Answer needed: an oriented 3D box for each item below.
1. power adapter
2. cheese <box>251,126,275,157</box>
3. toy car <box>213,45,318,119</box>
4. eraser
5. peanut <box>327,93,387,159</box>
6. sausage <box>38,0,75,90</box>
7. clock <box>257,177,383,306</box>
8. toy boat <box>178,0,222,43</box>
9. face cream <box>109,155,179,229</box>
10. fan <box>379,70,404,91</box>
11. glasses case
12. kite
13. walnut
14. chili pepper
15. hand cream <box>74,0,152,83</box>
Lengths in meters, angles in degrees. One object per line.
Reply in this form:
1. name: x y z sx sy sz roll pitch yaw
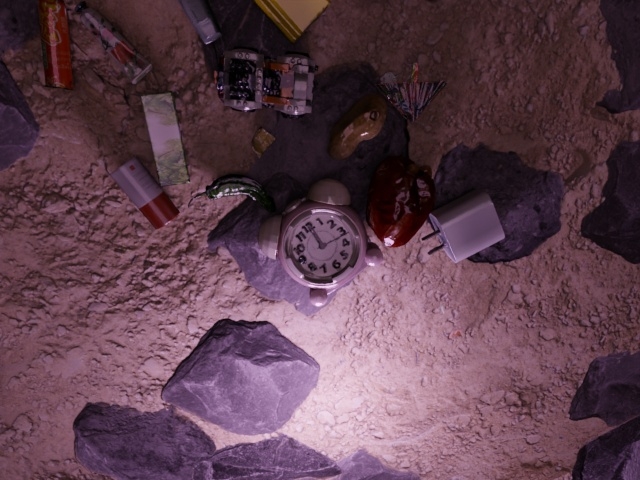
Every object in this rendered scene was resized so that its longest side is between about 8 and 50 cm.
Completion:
1. power adapter: 0.469 -0.036 1.535 0.255 0.124 0.187 -27 109 3
2. cheese: -0.188 -0.304 1.413 0.060 0.041 0.084 35 87 -23
3. toy car: -0.160 -0.460 1.326 0.300 0.118 0.193 4 111 -7
4. eraser: -0.096 -0.693 1.275 0.158 0.069 0.226 -44 107 7
5. peanut: 0.114 -0.346 1.396 0.120 0.110 0.236 36 104 -25
6. sausage: -0.734 -0.555 1.249 0.083 0.083 0.264 2 108 -7
7. clock: 0.000 0.000 1.472 0.342 0.184 0.326 -38 105 2
8. toy boat: -0.357 -0.677 1.253 0.078 0.085 0.261 -27 99 3
9. face cream: -0.540 -0.145 1.398 0.095 0.096 0.214 -33 110 5
10. fan: 0.226 -0.504 1.410 0.083 0.004 0.056 -31 110 4
11. glasses case: -0.467 -0.306 1.370 0.095 0.062 0.273 -9 110 -12
12. kite: 0.284 -0.464 1.423 0.240 0.014 0.184 0 109 -7
13. walnut: 0.255 -0.124 1.453 0.221 0.243 0.269 34 114 23
14. chili pepper: -0.275 -0.153 1.442 0.278 0.065 0.122 5 105 -12
15. hand cream: -0.589 -0.562 1.281 0.080 0.050 0.234 -40 115 4
